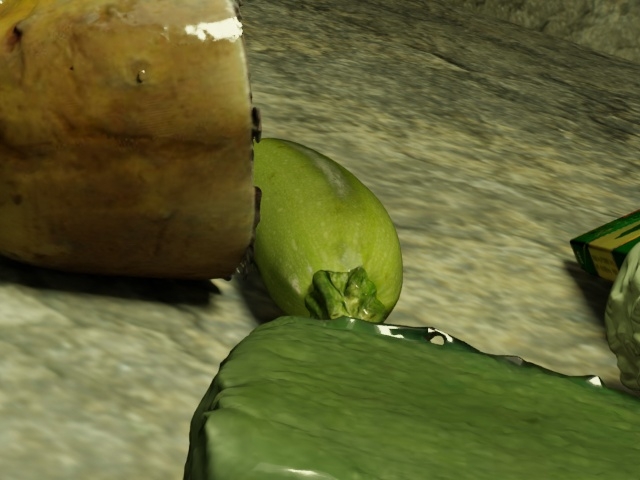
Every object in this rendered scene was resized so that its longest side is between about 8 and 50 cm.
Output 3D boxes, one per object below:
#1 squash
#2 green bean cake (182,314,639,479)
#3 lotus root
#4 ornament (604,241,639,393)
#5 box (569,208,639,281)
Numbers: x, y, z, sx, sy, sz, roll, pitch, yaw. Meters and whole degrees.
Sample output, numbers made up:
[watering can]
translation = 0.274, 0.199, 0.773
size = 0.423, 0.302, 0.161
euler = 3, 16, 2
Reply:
[squash]
translation = 0.000, 0.000, 0.895
size = 0.094, 0.094, 0.341
euler = 8, 14, -16
[green bean cake]
translation = 0.058, 0.109, 0.497
size = 0.223, 0.125, 0.227
euler = 11, 14, 2
[lotus root]
translation = -0.154, -0.093, 0.849
size = 0.192, 0.272, 0.272
euler = -4, 21, -20
[ornament]
translation = 0.301, 0.047, 0.796
size = 0.285, 0.120, 0.130
euler = 4, -26, -1
[box]
translation = 0.263, -0.007, 1.014
size = 0.132, 0.034, 0.235
euler = -24, 3, 1
